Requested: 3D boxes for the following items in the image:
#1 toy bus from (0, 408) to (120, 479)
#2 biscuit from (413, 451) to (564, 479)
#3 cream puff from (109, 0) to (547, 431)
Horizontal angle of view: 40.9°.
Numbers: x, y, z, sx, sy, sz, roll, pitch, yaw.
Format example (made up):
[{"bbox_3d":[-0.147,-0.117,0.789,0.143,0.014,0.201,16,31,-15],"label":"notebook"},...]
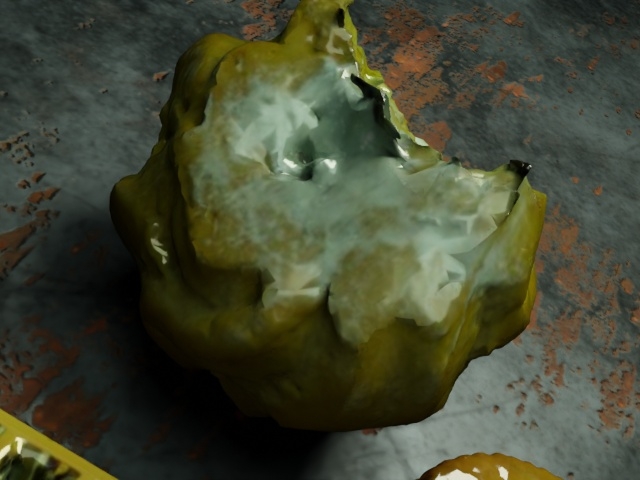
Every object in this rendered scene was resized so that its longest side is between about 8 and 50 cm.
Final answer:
[{"bbox_3d":[-0.108,0.205,0.440,0.335,0.121,0.123,30,33,1],"label":"toy bus"},{"bbox_3d":[0.128,0.248,0.575,0.220,0.066,0.220,16,42,-15],"label":"biscuit"},{"bbox_3d":[-0.001,0.008,0.645,0.274,0.270,0.323,-32,64,-9],"label":"cream puff"}]
